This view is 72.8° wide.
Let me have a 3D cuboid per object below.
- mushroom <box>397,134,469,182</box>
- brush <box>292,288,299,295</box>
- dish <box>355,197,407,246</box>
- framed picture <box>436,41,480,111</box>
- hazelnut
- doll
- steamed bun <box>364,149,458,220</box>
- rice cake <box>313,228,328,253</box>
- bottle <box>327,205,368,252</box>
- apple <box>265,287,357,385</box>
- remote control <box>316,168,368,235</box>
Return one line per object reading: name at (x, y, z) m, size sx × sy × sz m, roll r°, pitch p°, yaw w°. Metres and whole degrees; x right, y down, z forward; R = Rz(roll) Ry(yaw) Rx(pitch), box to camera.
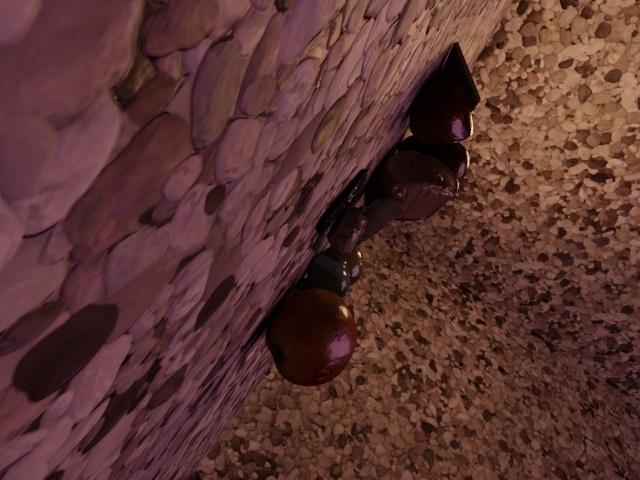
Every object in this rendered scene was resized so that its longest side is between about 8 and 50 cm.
mushroom at (0.433, -0.312, 1.699) m, size 0.163 × 0.297 × 0.278 m, roll -35°, pitch 120°, yaw -39°
brush at (-0.062, 0.169, 1.585) m, size 0.062 × 0.027 × 0.266 m, roll -58°, pitch 169°, yaw 8°
dish at (0.177, -0.078, 1.465) m, size 0.228 × 0.086 × 0.236 m, roll -38°, pitch 180°, yaw 45°
framed picture at (0.447, -0.485, 1.462) m, size 0.016 × 0.213 × 0.289 m, roll -16°, pitch 169°, yaw -4°
hazelnut at (0.384, -0.385, 1.345) m, size 0.208 × 0.208 × 0.208 m, roll -55°, pitch 173°, yaw -10°
doll at (0.054, 0.105, 1.502) m, size 0.177 × 0.162 × 0.261 m, roll -62°, pitch 169°, yaw 28°
steamed bun at (0.319, -0.207, 1.587) m, size 0.251 × 0.302 × 0.199 m, roll 129°, pitch -38°, yaw -55°
rice cake at (0.000, 0.000, 1.215) m, size 0.022 × 0.022 × 0.121 m, roll -47°, pitch 167°, yaw -32°
bottle at (0.095, -0.042, 1.368) m, size 0.152 × 0.099 × 0.099 m, roll -56°, pitch 174°, yaw 25°
apple at (-0.042, 0.293, 1.303) m, size 0.250 × 0.278 × 0.309 m, roll -4°, pitch 114°, yaw -51°
remote control at (0.061, -0.106, 1.129) m, size 0.245 × 0.025 × 0.063 m, roll -51°, pitch 170°, yaw -38°
